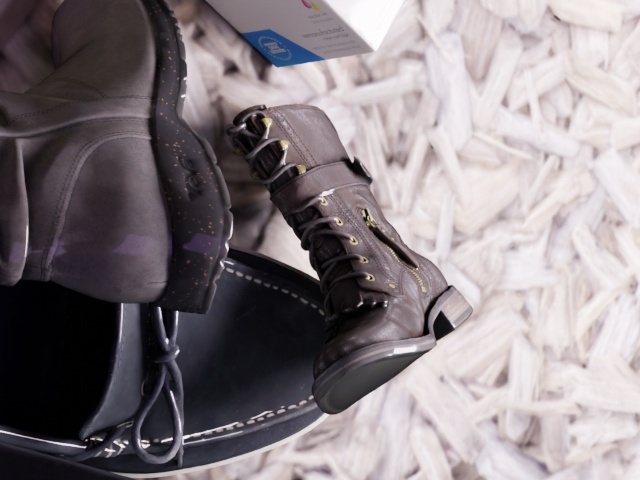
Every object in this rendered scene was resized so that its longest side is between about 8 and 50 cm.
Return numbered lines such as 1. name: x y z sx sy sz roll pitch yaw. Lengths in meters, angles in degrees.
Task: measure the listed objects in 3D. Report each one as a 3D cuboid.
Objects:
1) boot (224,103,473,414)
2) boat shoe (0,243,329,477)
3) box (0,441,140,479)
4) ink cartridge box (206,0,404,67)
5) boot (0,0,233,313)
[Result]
1. boot: 0.000 0.000 1.174 0.229 0.091 0.263 55 21 4
2. boat shoe: -0.158 0.072 1.090 0.500 0.156 0.186 10 81 -38
3. box: -0.041 0.325 0.894 0.480 0.472 0.297 40 63 -54
4. ink cartridge box: -0.055 -0.236 1.184 0.231 0.134 0.078 40 67 -29
5. boot: -0.198 -0.082 0.999 0.223 0.338 0.118 3 122 -22
